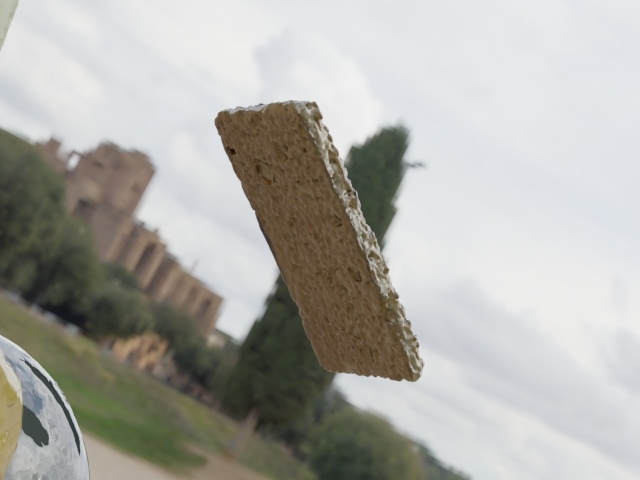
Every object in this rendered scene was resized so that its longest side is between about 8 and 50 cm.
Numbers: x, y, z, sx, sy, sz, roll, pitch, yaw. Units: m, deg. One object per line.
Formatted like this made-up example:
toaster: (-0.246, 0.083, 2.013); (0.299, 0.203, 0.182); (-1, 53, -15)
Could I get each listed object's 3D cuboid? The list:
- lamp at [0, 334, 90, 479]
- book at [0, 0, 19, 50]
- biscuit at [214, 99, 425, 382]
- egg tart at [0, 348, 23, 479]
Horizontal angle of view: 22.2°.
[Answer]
lamp: (-0.225, 0.185, 0.809); (0.182, 0.313, 0.182); (18, 12, -4)
book: (-0.253, -0.297, 1.173); (0.032, 0.388, 0.269); (21, -5, -41)
biscuit: (0.000, 0.000, 1.216); (0.131, 0.025, 0.230); (1, -62, 56)
egg tart: (-0.226, 0.048, 0.379); (0.315, 0.315, 0.120); (44, 23, -63)
